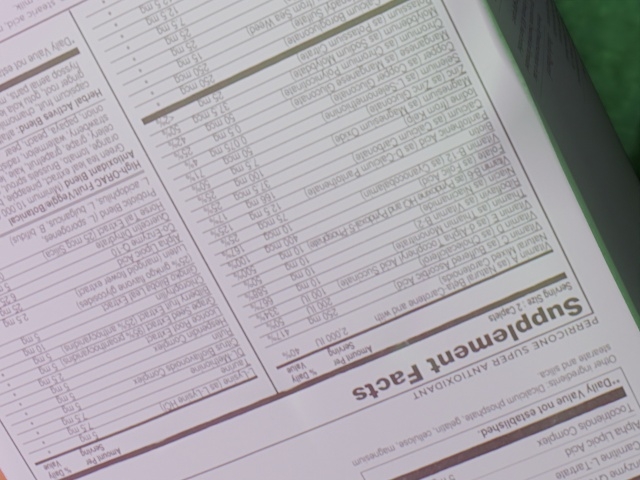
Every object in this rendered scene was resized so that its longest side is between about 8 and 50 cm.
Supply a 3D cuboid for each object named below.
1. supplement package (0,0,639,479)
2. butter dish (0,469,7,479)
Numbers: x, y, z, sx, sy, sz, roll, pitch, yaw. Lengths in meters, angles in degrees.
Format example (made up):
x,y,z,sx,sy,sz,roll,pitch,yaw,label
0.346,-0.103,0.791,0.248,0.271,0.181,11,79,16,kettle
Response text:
x,y,z,sx,sy,sz,roll,pitch,yaw,label
0.000,0.000,0.570,0.198,0.199,0.263,-24,106,15,supplement package
-0.130,0.109,0.666,0.160,0.118,0.160,-21,106,18,butter dish
